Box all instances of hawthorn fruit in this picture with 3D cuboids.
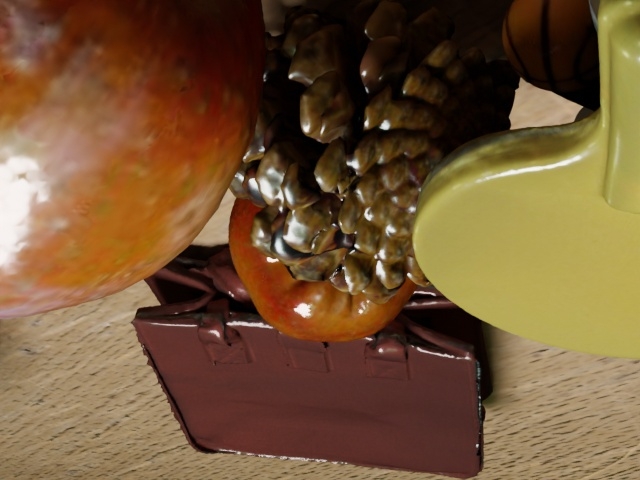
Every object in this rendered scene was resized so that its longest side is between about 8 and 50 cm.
[{"bbox_3d":[-0.141,-0.095,0.781,0.235,0.231,0.263,-21,142,-36],"label":"hawthorn fruit"},{"bbox_3d":[0.006,-0.004,1.060,0.125,0.140,0.125,4,118,7],"label":"hawthorn fruit"}]

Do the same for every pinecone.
[{"bbox_3d":[0.016,-0.052,0.896,0.173,0.173,0.173,9,156,4],"label":"pinecone"}]

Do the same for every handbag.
[{"bbox_3d":[0.003,0.099,1.316,0.260,0.084,0.275,6,155,12],"label":"handbag"}]

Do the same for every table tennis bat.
[{"bbox_3d":[0.137,-0.017,0.751,0.198,0.050,0.321,9,154,9],"label":"table tennis bat"}]

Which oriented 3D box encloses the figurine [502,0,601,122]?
[{"bbox_3d":[0.183,-0.060,0.833,0.176,0.133,0.236,11,155,21],"label":"figurine"}]
